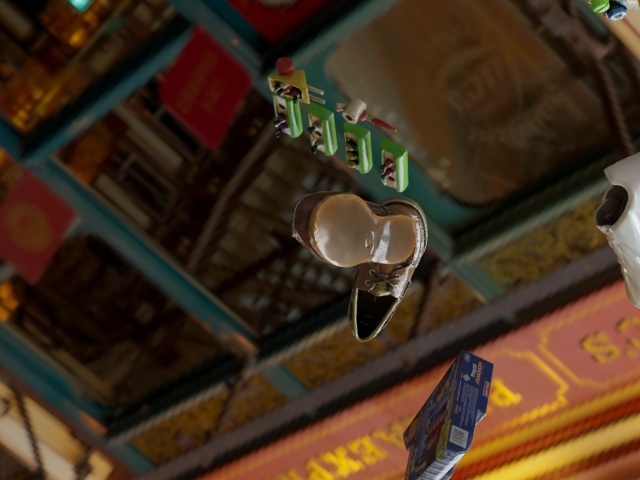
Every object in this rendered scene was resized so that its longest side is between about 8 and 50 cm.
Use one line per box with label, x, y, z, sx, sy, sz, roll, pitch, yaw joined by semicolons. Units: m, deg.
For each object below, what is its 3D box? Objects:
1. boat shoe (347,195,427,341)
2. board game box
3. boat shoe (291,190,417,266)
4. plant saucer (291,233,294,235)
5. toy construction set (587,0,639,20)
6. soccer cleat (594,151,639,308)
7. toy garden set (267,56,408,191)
boat shoe;0.119;0.059;2.624;0.104;0.110;0.307;-75;178;-45
board game box;0.185;0.301;2.272;0.194;0.060;0.194;-56;-167;46
boat shoe;0.021;-0.012;1.483;0.073;0.207;0.073;17;-90;29
plant saucer;0.000;0.000;2.092;0.083;0.083;0.015;15;-95;68
toy construction set;0.581;-0.457;2.546;0.215;0.327;0.151;132;-34;-57
soccer cleat;0.286;-0.009;1.352;0.076;0.196;0.068;-10;-133;-4
toy garden set;0.019;-0.174;2.308;0.049;0.244;0.204;-55;161;-22
